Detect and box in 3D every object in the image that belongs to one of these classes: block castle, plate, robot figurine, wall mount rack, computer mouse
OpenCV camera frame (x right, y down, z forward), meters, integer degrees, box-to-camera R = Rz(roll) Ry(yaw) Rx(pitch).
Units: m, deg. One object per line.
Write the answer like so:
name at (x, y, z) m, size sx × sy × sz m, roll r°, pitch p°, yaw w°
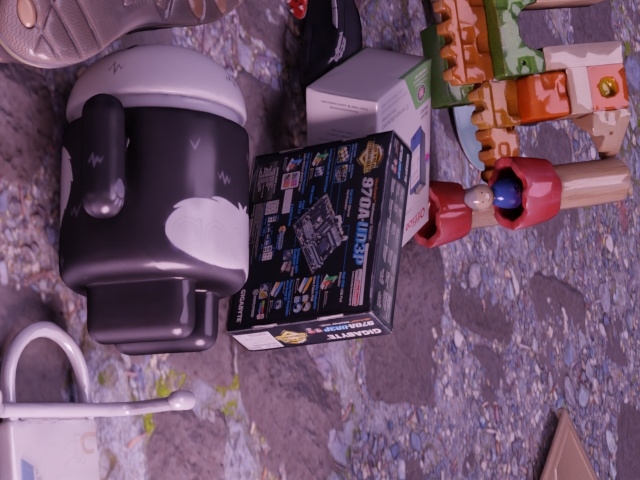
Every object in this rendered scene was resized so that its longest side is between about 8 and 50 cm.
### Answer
block castle at (0.188, -0.229, 1.992) m, size 0.213 × 0.303 × 0.453 m, roll -7°, pitch 88°, yaw -24°
plate at (0.234, -0.191, 2.330) m, size 0.188 × 0.024 × 0.188 m, roll 17°, pitch 70°, yaw -58°
robot figurine at (-0.152, -0.039, 1.491) m, size 0.174 × 0.209 × 0.278 m, roll 5°, pitch 75°, yaw -22°
wall mount rack at (-0.210, 0.231, 1.350) m, size 0.304 × 0.130 × 0.350 m, roll 8°, pitch 74°, yaw -59°
computer mouse at (0.017, -0.289, 1.903) m, size 0.184 × 0.060 × 0.262 m, roll 72°, pitch 23°, yaw -58°

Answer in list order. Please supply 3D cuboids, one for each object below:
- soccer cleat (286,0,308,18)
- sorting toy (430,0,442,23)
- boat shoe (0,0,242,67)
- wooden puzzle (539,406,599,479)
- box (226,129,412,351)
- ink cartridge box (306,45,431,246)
soccer cleat at (-0.022, -0.298, 1.922) m, size 0.036 × 0.029 × 0.083 m, roll 1°, pitch 76°, yaw -45°
sorting toy at (0.171, -0.385, 2.267) m, size 0.307 × 0.041 × 0.229 m, roll -20°, pitch 99°, yaw -60°
boat shoe at (-0.197, -0.243, 1.498) m, size 0.355 × 0.130 × 0.132 m, roll -26°, pitch 112°, yaw -52°
wooden puzzle at (0.359, 0.395, 2.380) m, size 0.221 × 0.044 × 0.238 m, roll 63°, pitch 30°, yaw -28°
box at (0.000, 0.000, 1.731) m, size 0.051 × 0.175 × 0.220 m, roll 43°, pitch 46°, yaw -48°
ink cartridge box at (0.057, -0.093, 1.876) m, size 0.154 × 0.093 × 0.212 m, roll -41°, pitch 139°, yaw -53°
